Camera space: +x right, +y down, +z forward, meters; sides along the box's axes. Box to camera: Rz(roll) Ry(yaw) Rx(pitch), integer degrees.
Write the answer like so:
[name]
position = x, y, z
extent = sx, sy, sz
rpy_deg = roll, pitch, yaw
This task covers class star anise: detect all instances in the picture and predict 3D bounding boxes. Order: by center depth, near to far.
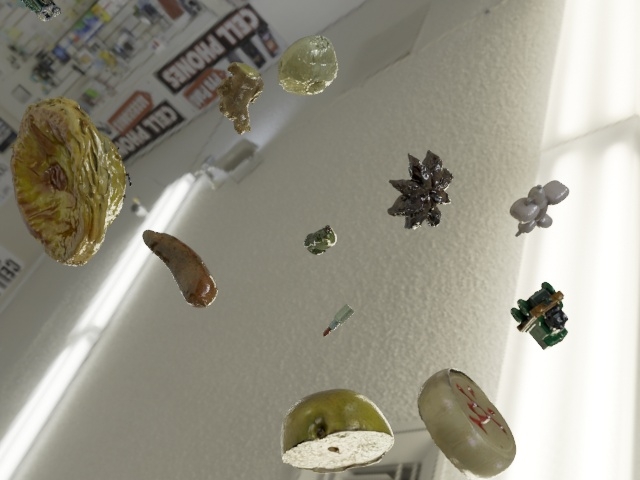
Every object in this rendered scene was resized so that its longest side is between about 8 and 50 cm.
[star anise]
position = 0.309, -0.137, 1.993
extent = 0.109, 0.236, 0.223
rpy_deg = 23, -101, 45

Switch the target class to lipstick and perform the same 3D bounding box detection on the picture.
[lipstick]
position = 0.053, 0.263, 2.221
extent = 0.129, 0.030, 0.030
rpy_deg = -46, -135, 1

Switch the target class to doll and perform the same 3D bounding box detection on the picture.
[doll]
position = 0.493, -0.075, 1.570
extent = 0.160, 0.161, 0.059
rpy_deg = -23, -126, -33

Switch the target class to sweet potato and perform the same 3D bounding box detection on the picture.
[sweet potato]
position = -0.351, 0.063, 1.748
extent = 0.097, 0.097, 0.292
rpy_deg = -45, -116, 2

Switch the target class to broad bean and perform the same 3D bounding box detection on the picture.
[broad bean]
position = 0.000, 0.000, 1.732
extent = 0.213, 0.070, 0.048
rpy_deg = 129, -21, -75

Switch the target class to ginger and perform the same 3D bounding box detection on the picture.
[ginger]
position = -0.261, -0.448, 2.162
extent = 0.074, 0.137, 0.214
rpy_deg = -106, -146, -73

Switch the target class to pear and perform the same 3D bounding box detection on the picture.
[pear]
position = 0.043, 0.560, 2.089
extent = 0.340, 0.386, 0.192
rpy_deg = -14, -123, 7

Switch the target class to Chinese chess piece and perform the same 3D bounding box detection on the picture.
[Chinese chess piece]
position = 0.319, 0.402, 1.510
extent = 0.103, 0.249, 0.250
rpy_deg = -41, -155, 19

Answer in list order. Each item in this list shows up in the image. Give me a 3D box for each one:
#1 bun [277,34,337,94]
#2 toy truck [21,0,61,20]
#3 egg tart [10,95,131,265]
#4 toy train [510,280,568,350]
[bun]
position = -0.037, -0.562, 2.262
extent = 0.220, 0.220, 0.134
rpy_deg = -38, -114, 16
[toy truck]
position = -0.468, -0.399, 1.131
extent = 0.044, 0.083, 0.039
rpy_deg = -38, -113, -4
[egg tart]
position = -0.416, -0.101, 1.164
extent = 0.294, 0.295, 0.116
rpy_deg = -22, 177, 42
[toy train]
position = 0.534, 0.185, 1.639
extent = 0.091, 0.136, 0.228
rpy_deg = -33, 163, -8
